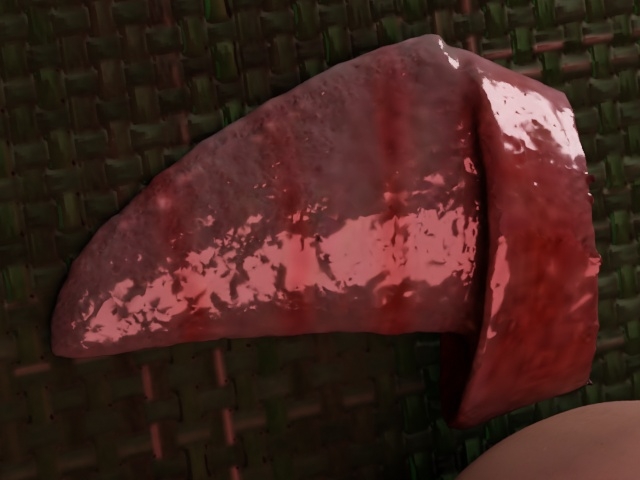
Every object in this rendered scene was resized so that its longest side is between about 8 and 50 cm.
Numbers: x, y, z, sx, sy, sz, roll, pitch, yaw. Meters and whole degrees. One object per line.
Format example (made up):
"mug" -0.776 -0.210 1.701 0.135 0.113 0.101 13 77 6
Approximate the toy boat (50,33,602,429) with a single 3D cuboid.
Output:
"toy boat" 0.000 0.000 1.019 0.282 0.096 0.206 -4 89 -9

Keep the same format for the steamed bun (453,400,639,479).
"steamed bun" 0.184 0.231 0.976 0.206 0.324 0.324 -30 105 -39
